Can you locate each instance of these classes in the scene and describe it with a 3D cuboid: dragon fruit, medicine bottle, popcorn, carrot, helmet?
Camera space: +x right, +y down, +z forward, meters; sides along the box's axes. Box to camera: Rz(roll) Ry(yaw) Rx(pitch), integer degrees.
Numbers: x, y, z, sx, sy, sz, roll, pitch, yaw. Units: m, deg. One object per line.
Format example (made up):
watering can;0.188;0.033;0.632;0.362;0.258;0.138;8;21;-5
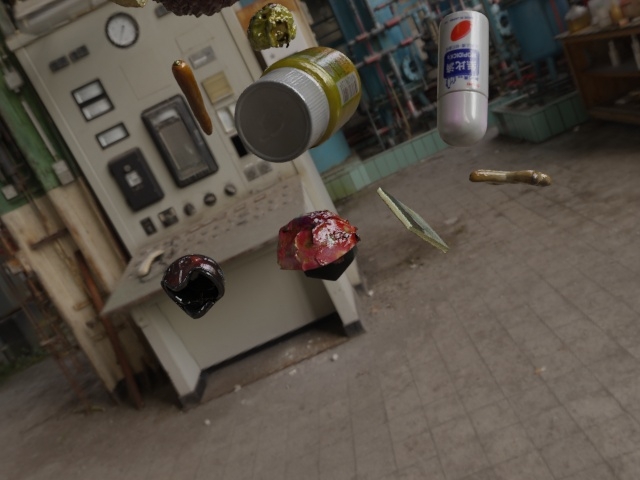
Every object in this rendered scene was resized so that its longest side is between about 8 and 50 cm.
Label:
dragon fruit;-0.001;-0.007;1.656;0.274;0.126;0.161;-24;28;-14
medicine bottle;0.367;-0.407;1.484;0.130;0.341;0.130;4;-10;1
popcorn;-0.202;-0.873;2.374;0.189;0.169;0.218;30;81;40
medicine bottle;-0.048;-0.334;1.396;0.224;0.224;0.384;-19;19;26
carrot;-0.303;-0.338;1.385;0.043;0.043;0.248;-28;-29;-8
helmet;-0.425;0.142;1.924;0.216;0.189;0.193;-12;40;13

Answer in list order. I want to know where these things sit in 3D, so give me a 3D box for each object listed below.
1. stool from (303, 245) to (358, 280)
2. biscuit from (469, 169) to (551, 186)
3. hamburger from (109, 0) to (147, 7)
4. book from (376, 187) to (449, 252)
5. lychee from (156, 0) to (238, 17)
stool;0.023;0.032;2.159;0.232;0.232;0.141;-22;9;15
biscuit;0.578;-0.189;1.741;0.207;0.047;0.164;7;4;37
hamburger;-0.467;-0.614;1.329;0.155;0.208;0.135;-10;-17;0
book;0.313;-0.065;1.930;0.026;0.289;0.201;-47;53;15
lychee;-0.400;-0.907;1.799;0.424;0.425;0.500;-31;-9;-21
